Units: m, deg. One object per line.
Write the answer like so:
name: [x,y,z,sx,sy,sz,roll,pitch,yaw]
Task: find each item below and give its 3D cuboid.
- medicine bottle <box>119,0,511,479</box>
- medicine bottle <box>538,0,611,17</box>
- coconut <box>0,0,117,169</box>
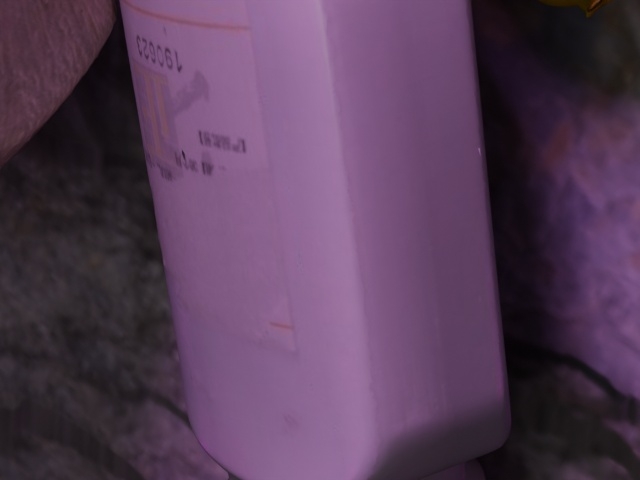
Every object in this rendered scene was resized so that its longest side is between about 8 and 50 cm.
medicine bottle: [0.000,0.000,0.679,0.161,0.111,0.296,25,126,58]
medicine bottle: [0.038,-0.225,0.627,0.111,0.076,0.309,-38,81,40]
coconut: [-0.196,-0.120,0.695,0.237,0.237,0.266,57,143,7]
